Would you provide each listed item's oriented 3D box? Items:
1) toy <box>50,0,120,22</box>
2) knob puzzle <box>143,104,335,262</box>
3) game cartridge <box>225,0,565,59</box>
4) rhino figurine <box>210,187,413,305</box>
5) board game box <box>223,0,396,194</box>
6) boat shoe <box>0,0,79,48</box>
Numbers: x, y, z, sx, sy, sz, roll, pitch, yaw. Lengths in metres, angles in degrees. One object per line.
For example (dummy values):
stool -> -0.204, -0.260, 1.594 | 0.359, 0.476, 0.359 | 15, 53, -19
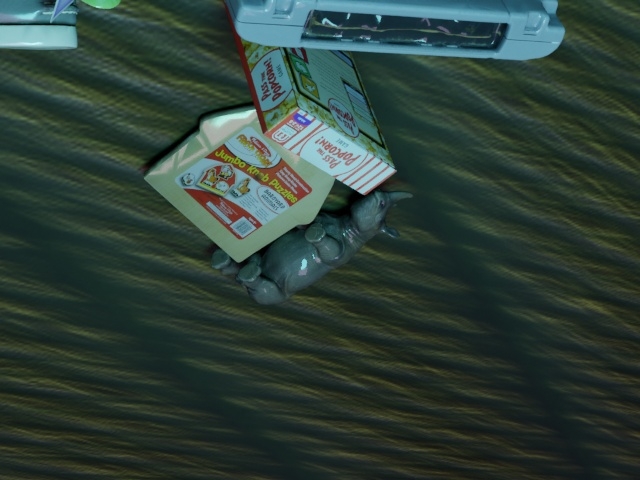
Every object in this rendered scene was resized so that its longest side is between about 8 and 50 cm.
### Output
toy -> -0.139, -0.282, 1.044 | 0.056, 0.137, 0.237 | 34, 131, -3
knob puzzle -> -0.068, -0.081, 1.411 | 0.213, 0.030, 0.213 | -7, 131, -8
game cartridge -> 0.047, -0.240, 1.119 | 0.297, 0.198, 0.062 | 0, 132, -22
rhino figurine -> 0.000, 0.000, 1.514 | 0.243, 0.073, 0.106 | -29, 149, 11
board game box -> -0.012, -0.151, 1.214 | 0.045, 0.193, 0.147 | -37, 139, 24
boat shoe -> -0.366, -0.219, 1.094 | 0.319, 0.116, 0.099 | 2, 96, -14
